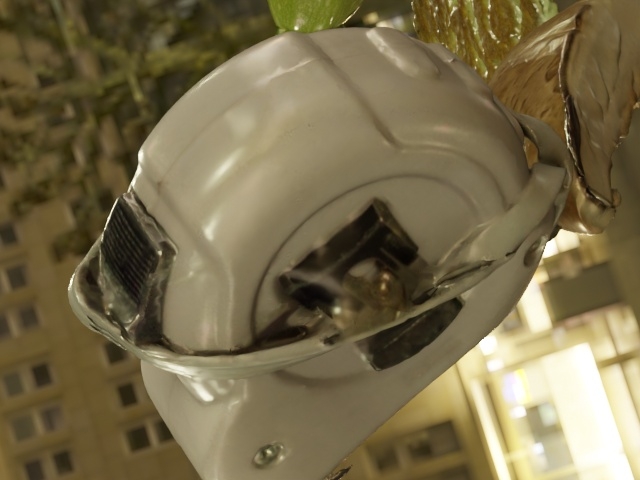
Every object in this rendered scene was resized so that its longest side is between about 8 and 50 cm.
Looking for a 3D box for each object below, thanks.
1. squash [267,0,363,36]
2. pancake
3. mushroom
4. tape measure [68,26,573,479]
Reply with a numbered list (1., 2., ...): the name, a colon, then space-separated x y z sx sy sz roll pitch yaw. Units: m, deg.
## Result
1. squash: 0.008 -0.222 1.061 0.341 0.094 0.094 94 167 -47
2. pancake: 0.141 -0.177 1.444 0.197 0.054 0.376 51 153 44
3. mushroom: 0.132 -0.072 1.019 0.072 0.094 0.209 41 -139 -14
4. tape measure: 0.000 0.000 0.843 0.120 0.236 0.197 51 -179 43
